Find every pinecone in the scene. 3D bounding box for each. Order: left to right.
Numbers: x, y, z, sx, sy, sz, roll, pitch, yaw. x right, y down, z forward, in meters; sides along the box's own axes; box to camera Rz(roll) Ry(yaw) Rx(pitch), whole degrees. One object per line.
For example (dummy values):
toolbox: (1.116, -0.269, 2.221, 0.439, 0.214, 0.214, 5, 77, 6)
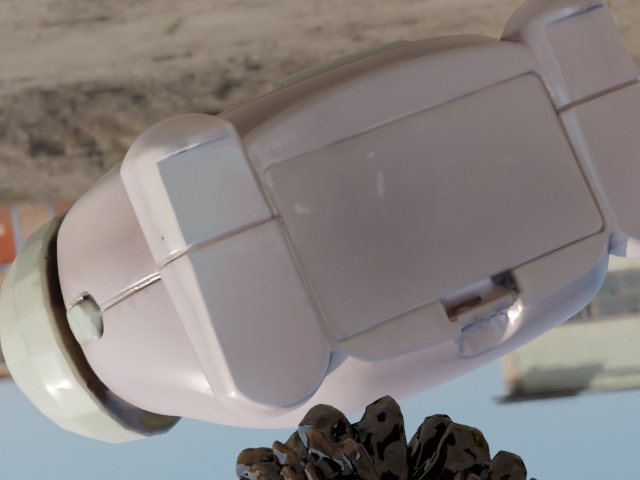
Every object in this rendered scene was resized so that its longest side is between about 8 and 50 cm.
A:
pinecone: (0.025, 0.119, 0.501, 0.121, 0.140, 0.140, 6, 175, -27)

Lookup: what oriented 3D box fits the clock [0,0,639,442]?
clock: (0.000, 0.000, 0.936, 0.342, 0.184, 0.326, -15, 179, -25)
